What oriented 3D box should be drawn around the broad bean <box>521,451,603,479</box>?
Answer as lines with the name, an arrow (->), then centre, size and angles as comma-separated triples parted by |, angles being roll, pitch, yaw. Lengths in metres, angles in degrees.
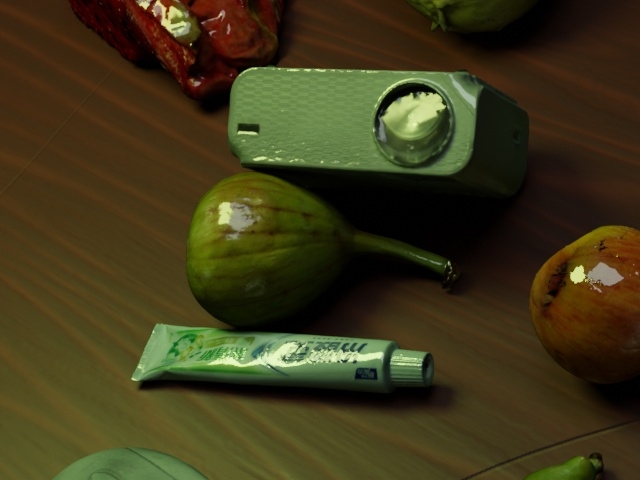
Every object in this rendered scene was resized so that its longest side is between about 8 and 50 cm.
broad bean -> 0.159, 0.236, 1.521 | 0.213, 0.048, 0.070 | -37, 42, -23

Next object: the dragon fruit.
dragon fruit -> -0.151, -0.338, 2.120 | 0.286, 0.228, 0.329 | -25, 40, -13

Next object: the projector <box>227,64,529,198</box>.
projector -> 0.060, -0.108, 1.806 | 0.250, 0.198, 0.108 | 5, 87, 22

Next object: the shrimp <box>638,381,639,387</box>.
shrimp -> 0.337, 0.129, 1.578 | 0.150, 0.068, 0.249 | 2, 38, 37

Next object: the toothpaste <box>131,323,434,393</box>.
toothpaste -> -0.037, 0.113, 1.726 | 0.297, 0.048, 0.075 | 2, 46, 25

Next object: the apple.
apple -> 0.250, 0.053, 1.615 | 0.146, 0.146, 0.146 | -9, 42, 8

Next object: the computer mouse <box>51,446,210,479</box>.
computer mouse -> -0.127, 0.283, 1.513 | 0.188, 0.122, 0.371 | -32, 47, -17

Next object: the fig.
fig -> 0.000, 0.000, 1.766 | 0.259, 0.151, 0.151 | -7, 42, 3

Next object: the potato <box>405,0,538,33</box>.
potato -> 0.178, -0.388, 2.085 | 0.269, 0.219, 0.359 | -20, 47, 9
